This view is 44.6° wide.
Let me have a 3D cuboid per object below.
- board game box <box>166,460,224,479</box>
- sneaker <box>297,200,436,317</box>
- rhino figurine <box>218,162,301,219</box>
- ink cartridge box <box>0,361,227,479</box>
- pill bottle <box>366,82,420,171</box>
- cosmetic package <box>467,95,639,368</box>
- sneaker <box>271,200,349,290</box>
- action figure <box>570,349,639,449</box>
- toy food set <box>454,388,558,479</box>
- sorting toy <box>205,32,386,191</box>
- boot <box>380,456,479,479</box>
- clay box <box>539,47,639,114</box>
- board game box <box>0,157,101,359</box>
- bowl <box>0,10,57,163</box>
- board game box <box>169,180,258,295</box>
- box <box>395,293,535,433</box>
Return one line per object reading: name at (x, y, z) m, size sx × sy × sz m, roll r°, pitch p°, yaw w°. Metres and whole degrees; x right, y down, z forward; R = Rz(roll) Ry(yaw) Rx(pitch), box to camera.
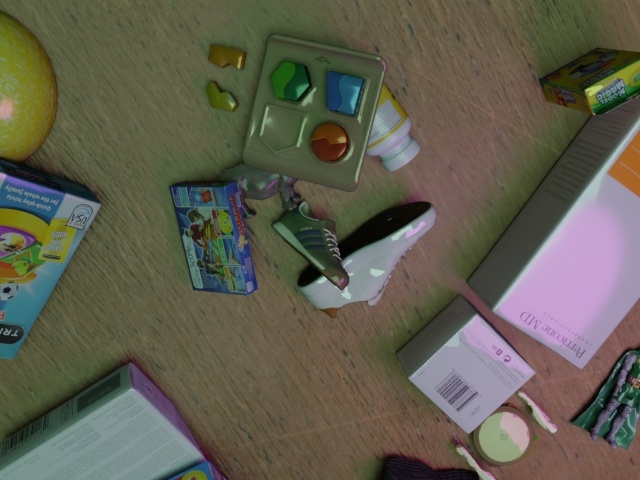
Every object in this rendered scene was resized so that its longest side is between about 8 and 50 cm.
board game box at (-0.288, 0.604, 1.408) m, size 0.308 × 0.302 × 0.086 m, roll -26°, pitch 137°, yaw -3°
sneaker at (0.106, 0.039, 1.450) m, size 0.290 × 0.106 × 0.123 m, roll -34°, pitch 113°, yaw 13°
rhino figurine at (-0.069, -0.111, 1.394) m, size 0.243 × 0.073 × 0.106 m, roll -21°, pitch 110°, yaw -2°
ink cartridge box at (-0.383, 0.452, 1.530) m, size 0.308 × 0.091 × 0.385 m, roll -33°, pitch 124°, yaw 2°
pill bottle at (0.093, -0.214, 1.367) m, size 0.103 × 0.103 × 0.184 m, roll -37°, pitch 107°, yaw 4°
cosmetic package at (0.510, -0.020, 1.445) m, size 0.230 × 0.161 × 0.453 m, roll 32°, pitch 100°, yaw -14°
sneaker at (0.000, 0.000, 1.395) m, size 0.086 × 0.192 × 0.064 m, roll -46°, pitch 150°, yaw -4°
action figure at (0.633, 0.312, 1.610) m, size 0.137 × 0.063 × 0.232 m, roll 23°, pitch 98°, yaw -10°
toy food set at (0.377, 0.404, 1.610) m, size 0.192 × 0.038 × 0.132 m, roll -41°, pitch 88°, yaw 1°
sorting toy at (-0.061, -0.224, 1.309) m, size 0.307 × 0.041 × 0.229 m, roll 16°, pitch 101°, yaw 14°
boot at (0.247, 0.590, 1.628) m, size 0.338 × 0.118 × 0.222 m, roll 18°, pitch 110°, yaw -5°
clay box at (0.479, -0.275, 1.335) m, size 0.127 × 0.222 × 0.053 m, roll -29°, pitch 107°, yaw 1°
board game box at (-0.561, 0.030, 1.302) m, size 0.254 × 0.079 × 0.336 m, roll 20°, pitch 106°, yaw -49°
bowl at (-0.583, -0.235, 1.252) m, size 0.290 × 0.156 × 0.289 m, roll -2°, pitch 106°, yaw -7°
board game box at (-0.190, -0.005, 1.387) m, size 0.136 × 0.035 × 0.201 m, roll 3°, pitch 111°, yaw 35°
box at (0.278, 0.237, 1.511) m, size 0.182 × 0.119 × 0.181 m, roll -45°, pitch 106°, yaw 6°
